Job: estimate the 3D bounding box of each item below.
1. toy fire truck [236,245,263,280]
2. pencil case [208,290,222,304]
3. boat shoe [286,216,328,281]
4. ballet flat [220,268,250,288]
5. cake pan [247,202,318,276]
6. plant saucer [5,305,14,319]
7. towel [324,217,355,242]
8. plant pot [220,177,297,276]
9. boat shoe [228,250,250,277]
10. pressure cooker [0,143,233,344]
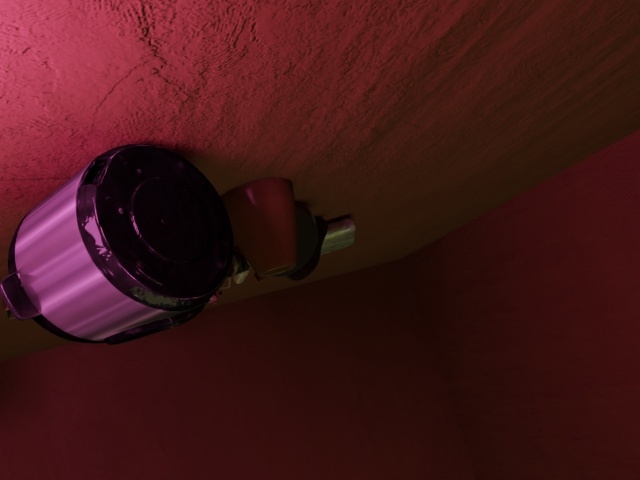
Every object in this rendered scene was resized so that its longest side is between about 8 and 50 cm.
[{"bbox_3d":[-0.175,0.014,2.098,0.254,0.169,0.302,-33,177,-25],"label":"toy fire truck"},{"bbox_3d":[-0.546,0.213,2.430,0.095,0.098,0.209,-25,142,13],"label":"pencil case"},{"bbox_3d":[-0.060,0.049,2.128,0.104,0.111,0.307,-38,-161,57],"label":"boat shoe"},{"bbox_3d":[-0.430,0.167,2.548,0.316,0.106,0.108,-21,169,16],"label":"ballet flat"},{"bbox_3d":[-0.126,0.008,1.883,0.294,0.054,0.292,-20,129,-27],"label":"cake pan"},{"bbox_3d":[-1.109,0.246,2.049,0.189,0.045,0.188,-10,167,-31],"label":"plant saucer"},{"bbox_3d":[0.000,0.000,2.448,0.321,0.090,0.374,-20,169,-1],"label":"towel"},{"bbox_3d":[-0.164,-0.026,1.612,0.237,0.254,0.237,-17,170,-3],"label":"plant pot"},{"bbox_3d":[-0.359,0.088,2.263,0.123,0.123,0.342,-23,175,-18],"label":"boat shoe"},{"bbox_3d":[-0.446,0.026,1.165,0.421,0.375,0.370,-24,142,31],"label":"pressure cooker"}]
